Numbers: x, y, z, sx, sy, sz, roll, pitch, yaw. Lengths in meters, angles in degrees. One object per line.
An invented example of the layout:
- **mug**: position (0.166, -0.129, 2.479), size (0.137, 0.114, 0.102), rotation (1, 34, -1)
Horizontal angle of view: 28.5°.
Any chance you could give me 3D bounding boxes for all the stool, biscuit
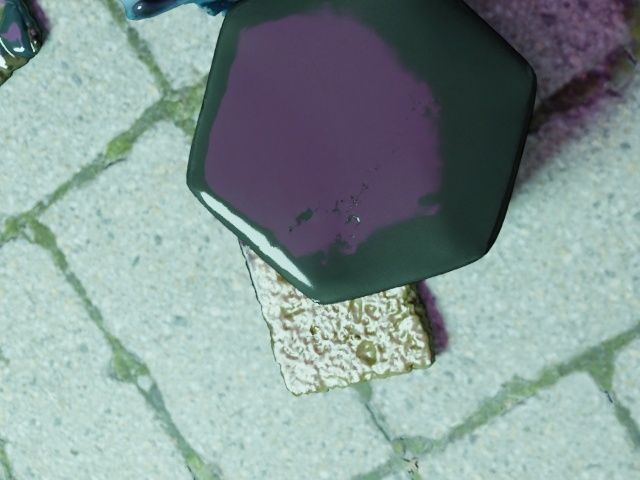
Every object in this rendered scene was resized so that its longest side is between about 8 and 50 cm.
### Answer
- **stool**: position (0.030, -0.075, 0.852), size (0.232, 0.141, 0.232), rotation (1, 96, 6)
- **biscuit**: position (0.000, 0.000, 0.961), size (0.131, 0.025, 0.231), rotation (-14, 95, 20)

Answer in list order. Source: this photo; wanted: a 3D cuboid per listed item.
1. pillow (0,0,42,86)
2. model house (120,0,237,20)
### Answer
- **pillow**: position (-0.361, -0.163, 1.060), size (0.255, 0.034, 0.189), rotation (-38, 87, 23)
- **model house**: position (-0.039, -0.312, 0.819), size (0.237, 0.215, 0.303), rotation (-18, 89, 23)
